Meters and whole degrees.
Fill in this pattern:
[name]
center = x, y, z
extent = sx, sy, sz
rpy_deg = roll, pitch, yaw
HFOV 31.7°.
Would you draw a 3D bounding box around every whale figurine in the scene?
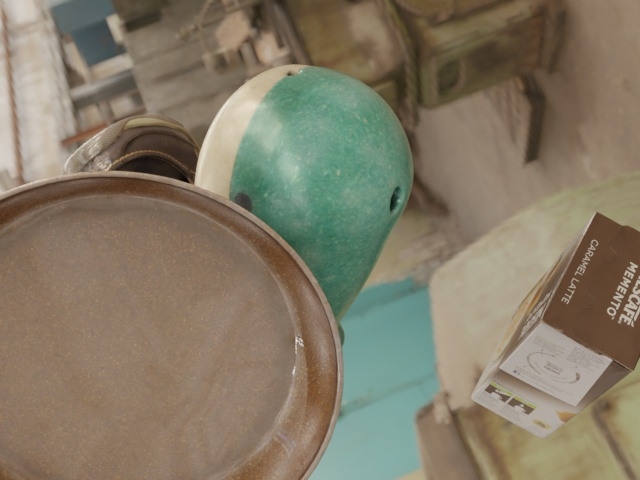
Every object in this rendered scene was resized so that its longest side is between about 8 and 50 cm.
[whale figurine]
center = 0.000, 0.000, 0.889
extent = 0.141, 0.216, 0.272
rpy_deg = 13, 118, 29

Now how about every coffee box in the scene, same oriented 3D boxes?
[coffee box]
center = 0.256, 0.095, 1.156
extent = 0.098, 0.141, 0.246
rpy_deg = 29, 155, 5

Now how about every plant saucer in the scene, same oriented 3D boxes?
[plant saucer]
center = -0.140, 0.091, 0.787
extent = 0.050, 0.311, 0.310
rpy_deg = -101, -8, -67

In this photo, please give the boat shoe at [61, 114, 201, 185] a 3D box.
[boat shoe]
center = -0.152, -0.034, 1.247
extent = 0.130, 0.132, 0.355
rpy_deg = 52, -171, 20
